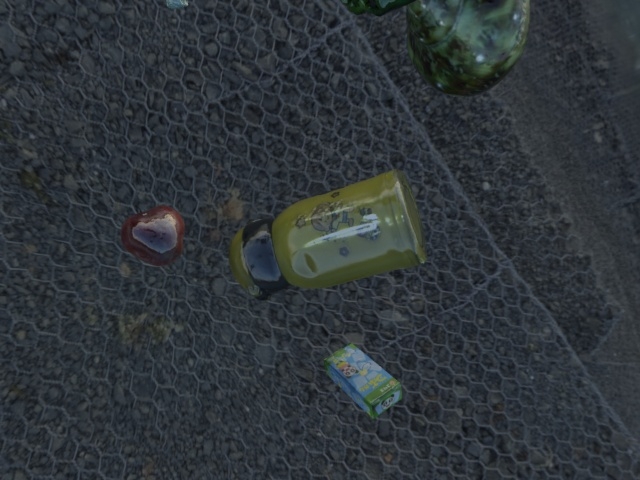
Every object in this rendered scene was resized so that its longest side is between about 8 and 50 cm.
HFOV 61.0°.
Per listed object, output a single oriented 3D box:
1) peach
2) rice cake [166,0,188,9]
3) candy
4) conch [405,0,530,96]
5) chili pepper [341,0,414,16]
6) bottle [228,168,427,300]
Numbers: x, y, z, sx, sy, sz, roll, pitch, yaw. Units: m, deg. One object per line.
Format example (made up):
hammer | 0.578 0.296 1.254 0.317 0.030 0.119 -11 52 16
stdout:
peach | -0.392 -0.016 1.299 0.152 0.152 0.152 1 86 -15
rice cake | -0.174 -0.328 0.616 0.022 0.021 0.121 -3 111 12
candy | 0.103 0.347 1.362 0.097 0.194 0.062 -27 128 -26
conch | 0.153 -0.243 0.556 0.124 0.181 0.187 12 101 14
chili pepper | 0.107 -0.247 0.358 0.253 0.099 0.083 -35 135 12
bottle | 0.000 0.000 0.975 0.351 0.171 0.171 -15 91 16
